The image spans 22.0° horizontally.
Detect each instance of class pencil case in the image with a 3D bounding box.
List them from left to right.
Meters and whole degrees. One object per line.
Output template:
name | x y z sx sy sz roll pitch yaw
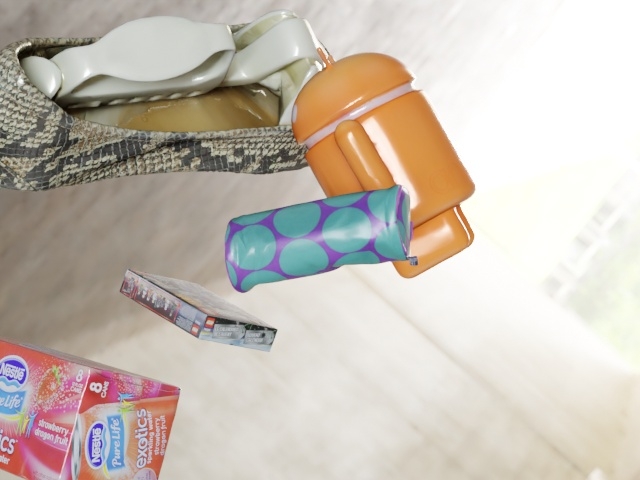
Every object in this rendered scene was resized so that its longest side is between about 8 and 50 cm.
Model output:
pencil case | 0.000 0.000 1.314 0.152 0.064 0.070 -10 149 10

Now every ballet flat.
ballet flat | -0.112 -0.147 1.576 0.483 0.164 0.182 -10 154 -39

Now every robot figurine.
robot figurine | 0.056 -0.076 1.483 0.158 0.219 0.128 -28 178 -39

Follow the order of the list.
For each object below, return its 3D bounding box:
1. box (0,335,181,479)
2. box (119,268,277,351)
box | -0.275 0.178 1.684 0.123 0.257 0.128 19 84 -41
box | -0.119 0.068 1.598 0.094 0.137 0.027 14 98 -44
